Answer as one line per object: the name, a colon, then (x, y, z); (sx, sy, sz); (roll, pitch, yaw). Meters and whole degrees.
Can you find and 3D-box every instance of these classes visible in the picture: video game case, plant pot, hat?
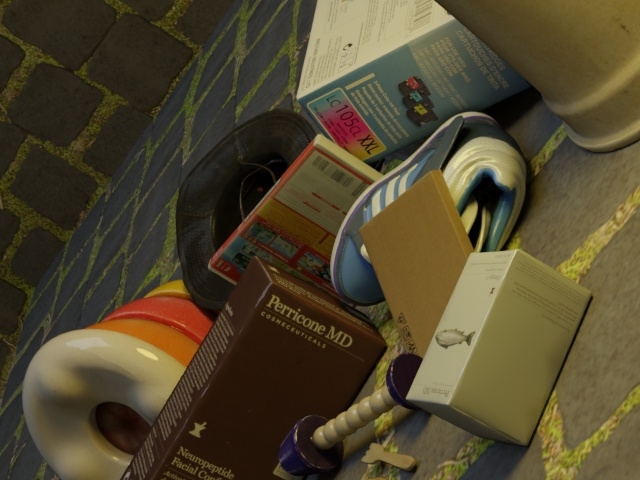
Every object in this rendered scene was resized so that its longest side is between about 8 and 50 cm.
video game case: (0.000, 0.000, 2.019); (0.285, 0.204, 0.025); (-47, 18, 35)
plant pot: (0.270, -0.318, 1.618); (0.334, 0.305, 0.334); (-50, 21, 27)
hat: (-0.074, -0.035, 2.222); (0.331, 0.134, 0.331); (-16, 66, 40)

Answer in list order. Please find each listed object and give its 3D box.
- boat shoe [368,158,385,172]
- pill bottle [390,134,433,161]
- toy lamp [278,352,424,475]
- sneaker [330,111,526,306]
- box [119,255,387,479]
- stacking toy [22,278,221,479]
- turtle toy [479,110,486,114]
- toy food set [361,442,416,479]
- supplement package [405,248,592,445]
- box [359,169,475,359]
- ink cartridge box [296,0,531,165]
boat shoe: (0.053, -0.023, 2.131); (0.080, 0.073, 0.224); (61, -127, -82)
pill bottle: (0.147, -0.199, 2.114); (0.087, 0.087, 0.160); (-30, 36, 58)
toy lamp: (0.038, 0.226, 1.788); (0.274, 0.080, 0.080); (-38, 29, 47)
sneaker: (0.130, -0.008, 1.802); (0.323, 0.130, 0.236); (-49, 17, 16)
box: (-0.096, 0.236, 1.947); (0.381, 0.191, 0.143); (-60, 18, 5)
stacking toy: (-0.219, 0.183, 2.307); (0.350, 0.350, 0.480); (-46, 5, 38)
turtle toy: (0.189, -0.184, 2.009); (0.095, 0.066, 0.130); (-31, 29, 16)
toy food set: (0.045, 0.331, 1.683); (0.192, 0.038, 0.132); (-54, 21, -15)
supplement package: (0.186, 0.111, 1.514); (0.179, 0.105, 0.105); (-65, 19, -12)
box: (0.129, 0.041, 1.716); (0.164, 0.021, 0.201); (-40, 65, 49)
ink cartridge box: (0.178, -0.293, 1.945); (0.395, 0.151, 0.270); (-26, 33, 27)
